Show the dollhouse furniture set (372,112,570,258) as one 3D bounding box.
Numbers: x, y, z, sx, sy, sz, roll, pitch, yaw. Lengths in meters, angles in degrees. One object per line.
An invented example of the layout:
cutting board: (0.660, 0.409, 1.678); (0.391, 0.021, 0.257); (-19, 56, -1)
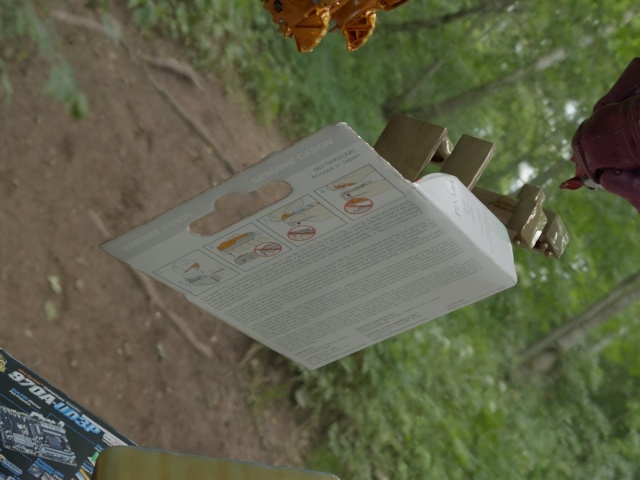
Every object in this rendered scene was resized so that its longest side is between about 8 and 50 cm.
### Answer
dollhouse furniture set: (0.120, -0.008, 0.846); (0.144, 0.123, 0.151); (23, -15, 36)

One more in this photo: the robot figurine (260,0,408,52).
robot figurine: (0.092, -0.288, 0.864); (0.085, 0.291, 0.211); (60, 31, 5)

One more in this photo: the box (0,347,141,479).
box: (-0.285, 0.200, 0.858); (0.220, 0.051, 0.175); (36, 25, -4)

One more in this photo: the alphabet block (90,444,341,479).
alphabet block: (-0.088, 0.290, 0.668); (0.194, 0.192, 0.197); (10, 37, -15)

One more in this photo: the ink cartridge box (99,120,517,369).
ink cartridge box: (0.000, 0.000, 0.606); (0.225, 0.181, 0.056); (38, 36, -44)

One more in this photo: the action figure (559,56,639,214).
action figure: (0.409, -0.126, 1.102); (0.370, 0.276, 0.248); (-29, -117, 51)
